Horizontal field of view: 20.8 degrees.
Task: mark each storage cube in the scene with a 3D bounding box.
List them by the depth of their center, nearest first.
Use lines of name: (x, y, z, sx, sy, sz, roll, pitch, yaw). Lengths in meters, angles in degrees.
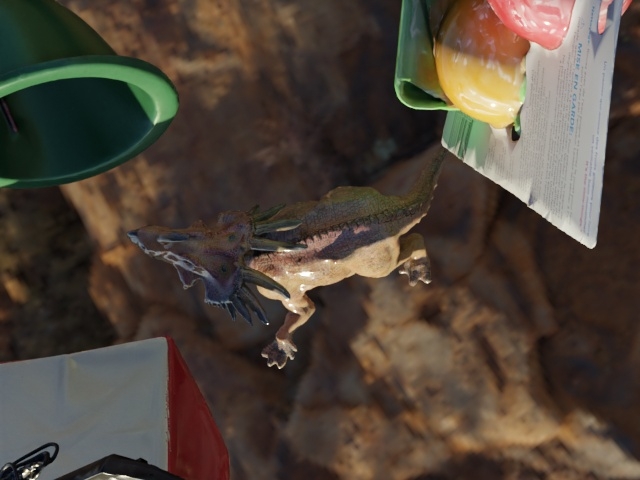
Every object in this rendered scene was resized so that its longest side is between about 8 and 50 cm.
storage cube: (-0.186, 0.214, 1.441, 0.184, 0.215, 0.193, -8, 143, 8)

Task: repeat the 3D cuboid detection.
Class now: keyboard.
keyboard: (-0.158, 0.154, 1.085, 0.192, 0.100, 0.038, -28, 48, 45)

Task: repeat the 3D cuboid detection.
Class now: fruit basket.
fruit basket: (0.165, -0.193, 1.256, 0.353, 0.165, 0.327, -141, 53, -68)

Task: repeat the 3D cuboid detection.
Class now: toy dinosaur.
toy dinosaur: (0.000, 0.000, 1.525, 0.127, 0.296, 0.200, 64, 179, 17)

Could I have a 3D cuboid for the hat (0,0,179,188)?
hat: (-0.211, -0.158, 1.212, 0.173, 0.208, 0.183, -23, 69, 12)
